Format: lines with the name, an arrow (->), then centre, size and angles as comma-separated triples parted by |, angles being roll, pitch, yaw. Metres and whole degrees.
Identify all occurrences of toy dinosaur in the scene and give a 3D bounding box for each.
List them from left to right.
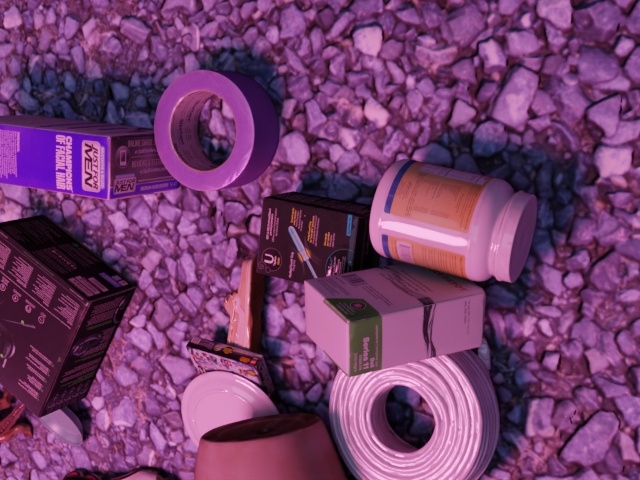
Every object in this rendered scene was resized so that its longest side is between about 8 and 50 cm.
toy dinosaur -> -0.686, 0.363, 1.688 | 0.295, 0.200, 0.127 | -7, 95, 27

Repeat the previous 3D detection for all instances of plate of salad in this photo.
plate of salad -> -0.143, 0.304, 1.484 | 0.199, 0.048, 0.200 | 9, 114, 22

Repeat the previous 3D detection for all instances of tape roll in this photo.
tape roll -> -0.166, -0.175, 1.407 | 0.189, 0.080, 0.189 | 4, 99, 26

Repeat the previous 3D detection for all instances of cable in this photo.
cable -> 0.136, 0.258, 1.302 | 0.257, 0.089, 0.257 | -14, 83, 28

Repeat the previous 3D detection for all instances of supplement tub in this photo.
supplement tub -> 0.183, -0.025, 1.218 | 0.199, 0.144, 0.144 | 15, 105, 24

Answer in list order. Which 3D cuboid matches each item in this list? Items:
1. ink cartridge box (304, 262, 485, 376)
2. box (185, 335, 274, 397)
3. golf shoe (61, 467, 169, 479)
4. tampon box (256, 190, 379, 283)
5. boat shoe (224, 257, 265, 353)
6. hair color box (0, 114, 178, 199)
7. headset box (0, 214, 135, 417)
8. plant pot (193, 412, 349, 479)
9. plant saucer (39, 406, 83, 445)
ink cartridge box -> 0.100, 0.100, 1.218 | 0.153, 0.208, 0.087 | -142, 46, -60
box -> -0.149, 0.211, 1.463 | 0.137, 0.027, 0.094 | 12, 140, 25
golf shoe -> -0.386, 0.480, 1.603 | 0.272, 0.120, 0.105 | -9, 93, 26
tampon box -> 0.000, 0.000, 1.338 | 0.161, 0.101, 0.121 | 12, 103, 25
boat shoe -> -0.129, 0.108, 1.443 | 0.059, 0.063, 0.170 | 9, 103, 19
hair color box -> -0.427, -0.145, 1.484 | 0.338, 0.185, 0.110 | 8, 102, 26
headset box -> -0.508, 0.141, 1.601 | 0.246, 0.131, 0.283 | 34, 112, 18
plant pot -> -0.072, 0.418, 1.327 | 0.323, 0.323, 0.281 | -9, 89, 28
plant saucer -> -0.487, 0.336, 1.662 | 0.119, 0.021, 0.119 | 22, 137, 22
